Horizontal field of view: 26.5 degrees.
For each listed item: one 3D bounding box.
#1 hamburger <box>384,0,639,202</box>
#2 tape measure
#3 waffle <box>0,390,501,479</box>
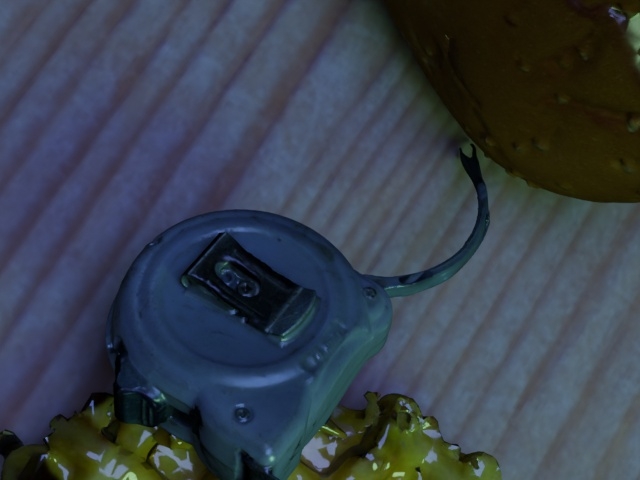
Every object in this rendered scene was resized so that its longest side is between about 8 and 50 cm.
[{"bbox_3d":[0.182,-0.159,0.839,0.290,0.314,0.170,53,49,-17],"label":"hamburger"},{"bbox_3d":[0.001,0.000,0.824,0.164,0.084,0.330,30,53,8],"label":"tape measure"},{"bbox_3d":[-0.037,0.267,0.792,0.382,0.095,0.379,1,80,-17],"label":"waffle"}]
